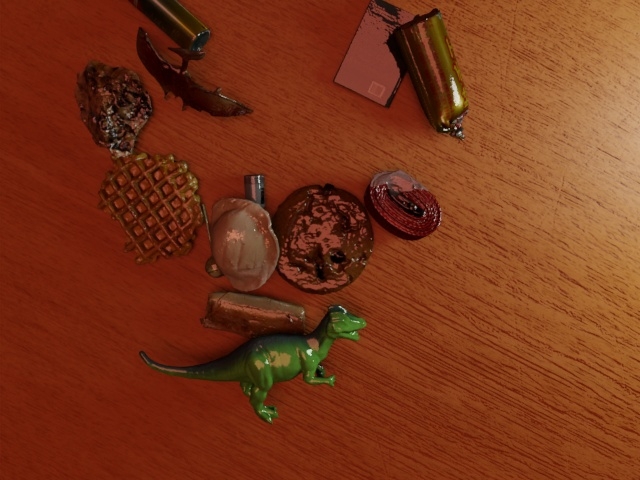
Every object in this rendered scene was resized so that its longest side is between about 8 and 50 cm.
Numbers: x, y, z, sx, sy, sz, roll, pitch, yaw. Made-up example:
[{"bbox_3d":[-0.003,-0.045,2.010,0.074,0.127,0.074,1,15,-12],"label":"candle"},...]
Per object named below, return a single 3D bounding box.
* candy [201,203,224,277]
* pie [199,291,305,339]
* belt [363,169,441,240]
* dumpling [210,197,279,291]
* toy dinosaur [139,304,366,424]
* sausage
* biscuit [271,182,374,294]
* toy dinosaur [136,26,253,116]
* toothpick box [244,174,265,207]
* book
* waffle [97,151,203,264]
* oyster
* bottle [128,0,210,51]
[{"bbox_3d":[-0.291,0.000,1.481,0.061,0.061,0.203,-12,90,6],"label":"candy"},{"bbox_3d":[-0.180,0.206,1.487,0.282,0.068,0.129,9,116,-5],"label":"pie"},{"bbox_3d":[0.200,-0.084,1.393,0.201,0.124,0.128,39,82,2],"label":"belt"},{"bbox_3d":[-0.188,0.011,1.418,0.179,0.131,0.252,-6,97,18],"label":"dumpling"},{"bbox_3d":[-0.176,0.267,1.419,0.499,0.144,0.375,24,109,-12],"label":"toy dinosaur"},{"bbox_3d":[0.280,-0.383,1.331,0.117,0.125,0.317,-12,110,40],"label":"sausage"},{"bbox_3d":[0.000,0.001,1.443,0.295,0.075,0.296,1,99,3],"label":"biscuit"},{"bbox_3d":[-0.338,-0.420,1.382,0.327,0.113,0.207,21,139,20],"label":"toy dinosaur"},{"bbox_3d":[-0.171,-0.128,1.444,0.052,0.052,0.083,-2,101,4],"label":"toothpick box"},{"bbox_3d":[0.150,-0.467,1.381,0.160,0.024,0.228,25,100,-2],"label":"book"},{"bbox_3d":[-0.453,-0.089,1.466,0.281,0.058,0.301,-9,98,7],"label":"waffle"},{"bbox_3d":[-0.547,-0.345,1.422,0.222,0.083,0.214,24,98,6],"label":"oyster"},{"bbox_3d":[-0.406,-0.584,1.369,0.286,0.082,0.082,42,99,-3],"label":"bottle"}]
